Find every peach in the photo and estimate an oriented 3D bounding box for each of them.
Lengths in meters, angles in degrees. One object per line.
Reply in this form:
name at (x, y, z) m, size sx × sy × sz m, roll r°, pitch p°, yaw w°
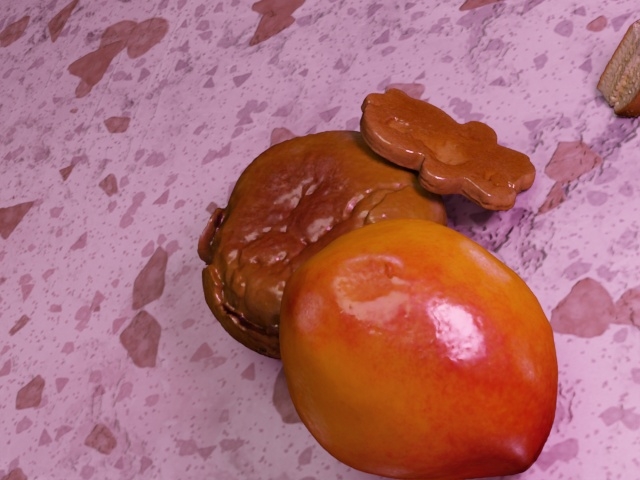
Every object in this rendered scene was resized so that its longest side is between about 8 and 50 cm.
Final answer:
peach at (0.113, 0.123, 1.473) m, size 0.289 × 0.289 × 0.308 m, roll -49°, pitch 37°, yaw -10°

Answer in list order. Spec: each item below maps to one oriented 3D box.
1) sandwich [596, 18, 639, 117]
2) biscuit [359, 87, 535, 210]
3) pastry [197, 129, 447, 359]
sandwich at (0.460, -0.243, 1.677) m, size 0.244 × 0.088 × 0.090 m, roll -25°, pitch 48°, yaw 15°
biscuit at (0.154, -0.118, 1.722) m, size 0.249 × 0.035 × 0.184 m, roll 29°, pitch 36°, yaw 13°
pastry at (0.000, 0.000, 1.745) m, size 0.356 × 0.164 × 0.356 m, roll -20°, pitch 42°, yaw 19°
